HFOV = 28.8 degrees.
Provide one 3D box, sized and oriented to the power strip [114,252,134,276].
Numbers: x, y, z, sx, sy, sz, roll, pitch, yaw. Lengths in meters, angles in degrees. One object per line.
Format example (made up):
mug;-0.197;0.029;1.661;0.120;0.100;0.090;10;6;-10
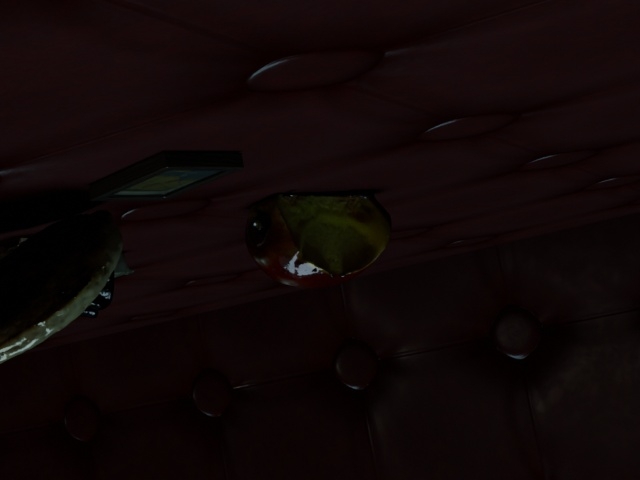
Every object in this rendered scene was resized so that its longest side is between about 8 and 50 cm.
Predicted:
power strip;-0.477;0.062;2.234;0.286;0.048;0.080;-8;175;-20

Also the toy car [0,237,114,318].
toy car;-0.450;0.066;2.039;0.193;0.118;0.301;1;171;-18

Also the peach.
peach;-0.006;0.001;2.087;0.267;0.159;0.154;-7;178;-44

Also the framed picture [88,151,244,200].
framed picture;-0.200;-0.082;1.607;0.128;0.023;0.168;-4;170;-45

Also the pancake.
pancake;-0.422;0.074;1.708;0.356;0.065;0.356;-25;-152;14
